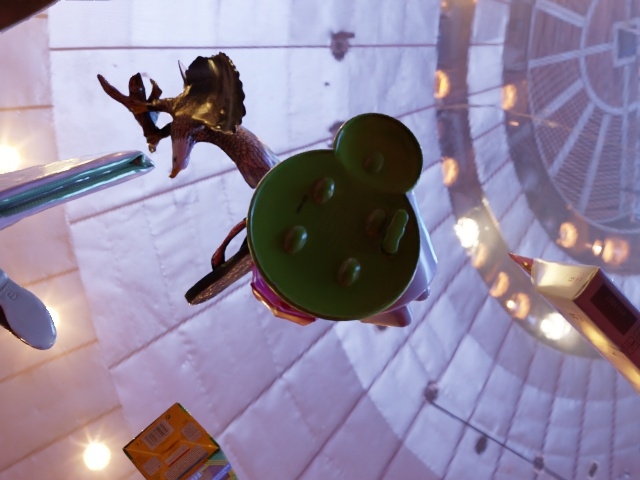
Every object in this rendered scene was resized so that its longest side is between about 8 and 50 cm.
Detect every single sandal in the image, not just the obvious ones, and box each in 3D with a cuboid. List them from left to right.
[{"bbox_3d":[-0.081,0.009,0.855,0.067,0.179,0.040,-11,-110,-54],"label":"sandal"}]

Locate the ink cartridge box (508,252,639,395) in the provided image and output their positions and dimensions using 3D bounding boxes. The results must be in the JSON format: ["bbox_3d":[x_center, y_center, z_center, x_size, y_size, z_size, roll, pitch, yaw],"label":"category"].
[{"bbox_3d":[0.321,0.102,1.029,0.189,0.232,0.066,44,-100,-11],"label":"ink cartridge box"}]

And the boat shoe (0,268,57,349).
[{"bbox_3d":[-0.348,0.071,0.943,0.137,0.043,0.049,47,-136,-14],"label":"boat shoe"}]

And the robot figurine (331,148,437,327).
[{"bbox_3d":[0.075,-0.015,1.455,0.300,0.200,0.353,-52,-49,-41],"label":"robot figurine"}]

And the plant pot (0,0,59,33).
[{"bbox_3d":[-0.422,-0.366,0.823,0.334,0.334,0.305,-28,-84,-25],"label":"plant pot"}]

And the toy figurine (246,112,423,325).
[{"bbox_3d":[0.000,0.000,0.687,0.130,0.159,0.173,30,-114,-5],"label":"toy figurine"}]

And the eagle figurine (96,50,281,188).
[{"bbox_3d":[-0.191,-0.197,1.442,0.226,0.298,0.225,-12,-75,-62],"label":"eagle figurine"}]

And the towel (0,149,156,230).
[{"bbox_3d":[-0.371,-0.043,0.940,0.248,0.325,0.038,-33,-68,-53],"label":"towel"}]

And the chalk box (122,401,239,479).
[{"bbox_3d":[-0.246,0.420,1.567,0.132,0.132,0.213,-41,-31,-18],"label":"chalk box"}]
